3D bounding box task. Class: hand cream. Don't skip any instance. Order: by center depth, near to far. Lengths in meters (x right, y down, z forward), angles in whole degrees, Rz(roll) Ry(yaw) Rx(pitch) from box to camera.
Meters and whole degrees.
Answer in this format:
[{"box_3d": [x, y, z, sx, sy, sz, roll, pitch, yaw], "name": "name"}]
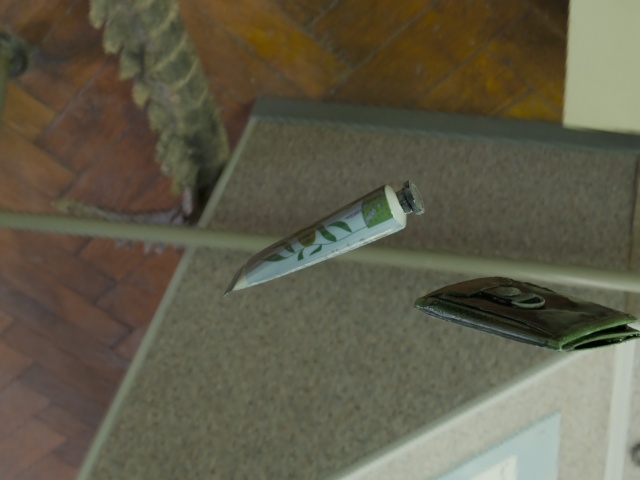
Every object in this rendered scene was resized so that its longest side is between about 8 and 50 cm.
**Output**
[{"box_3d": [0.000, 0.000, 1.532, 0.271, 0.091, 0.058, -24, 107, 18], "name": "hand cream"}]

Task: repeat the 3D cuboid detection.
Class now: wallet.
[{"box_3d": [0.251, 0.089, 1.506, 0.236, 0.160, 0.055, 12, 106, 49], "name": "wallet"}]
